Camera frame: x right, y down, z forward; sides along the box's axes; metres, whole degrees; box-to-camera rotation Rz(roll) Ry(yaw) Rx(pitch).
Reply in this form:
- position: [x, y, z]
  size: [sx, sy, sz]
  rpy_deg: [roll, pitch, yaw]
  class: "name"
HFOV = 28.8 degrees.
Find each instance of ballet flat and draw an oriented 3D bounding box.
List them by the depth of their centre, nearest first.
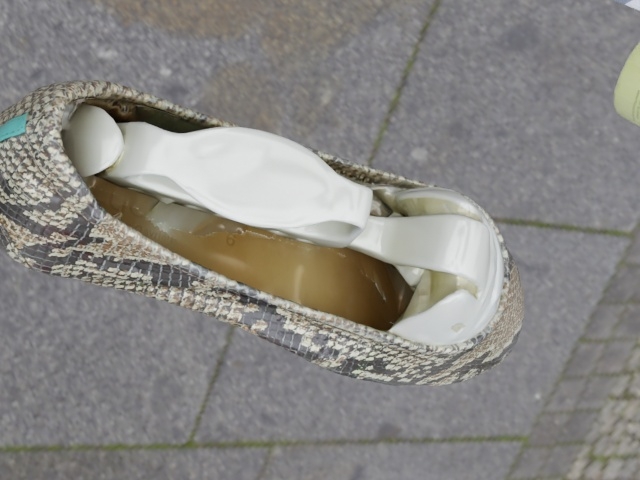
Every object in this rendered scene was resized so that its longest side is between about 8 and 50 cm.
- position: [0.000, 0.000, 0.884]
  size: [0.483, 0.182, 0.164]
  rpy_deg: [17, 68, -28]
  class: "ballet flat"

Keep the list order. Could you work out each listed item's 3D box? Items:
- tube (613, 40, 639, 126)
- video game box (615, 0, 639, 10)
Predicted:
- position: [0.274, -0.043, 0.682]
  size: [0.062, 0.240, 0.070]
  rpy_deg: [-44, 145, -15]
  class: "tube"
- position: [0.172, -0.152, 0.488]
  size: [0.187, 0.205, 0.048]
  rpy_deg: [13, 72, -23]
  class: "video game box"
